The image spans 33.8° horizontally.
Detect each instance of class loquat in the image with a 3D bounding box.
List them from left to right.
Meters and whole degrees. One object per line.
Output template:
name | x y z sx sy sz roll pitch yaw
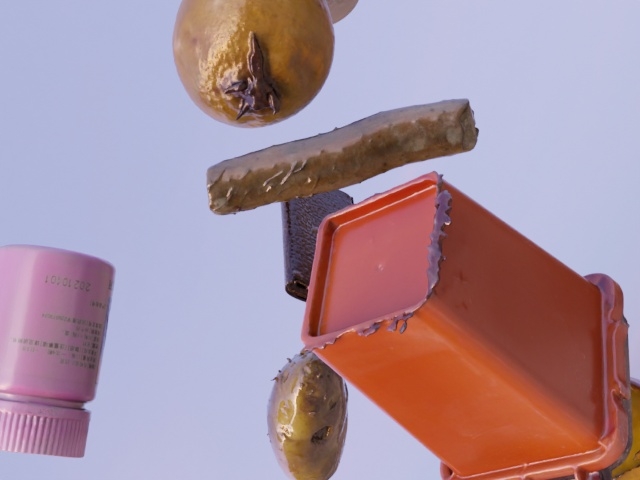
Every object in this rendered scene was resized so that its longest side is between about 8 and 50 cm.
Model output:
loquat | -0.093 -0.271 1.467 0.244 0.244 0.244 -41 -33 -34

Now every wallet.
wallet | 0.000 0.000 1.421 0.133 0.243 0.039 24 -53 -26

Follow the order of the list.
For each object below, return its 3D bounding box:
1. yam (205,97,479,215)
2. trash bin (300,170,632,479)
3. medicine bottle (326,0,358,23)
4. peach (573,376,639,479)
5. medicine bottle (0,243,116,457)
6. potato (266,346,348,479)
yam | 0.022 -0.096 1.195 0.067 0.317 0.071 -96 -11 -52
trash bin | 0.104 0.080 0.751 0.238 0.161 0.184 36 -132 -35
medicine bottle | -0.032 -0.472 1.740 0.139 0.237 0.139 -19 -29 -11
peach | 0.245 0.172 0.870 0.118 0.151 0.151 -15 -45 -19
medicine bottle | -0.405 0.162 1.534 0.178 0.178 0.291 27 -113 -63
potato | -0.023 0.287 1.763 0.296 0.141 0.192 94 -170 -49
